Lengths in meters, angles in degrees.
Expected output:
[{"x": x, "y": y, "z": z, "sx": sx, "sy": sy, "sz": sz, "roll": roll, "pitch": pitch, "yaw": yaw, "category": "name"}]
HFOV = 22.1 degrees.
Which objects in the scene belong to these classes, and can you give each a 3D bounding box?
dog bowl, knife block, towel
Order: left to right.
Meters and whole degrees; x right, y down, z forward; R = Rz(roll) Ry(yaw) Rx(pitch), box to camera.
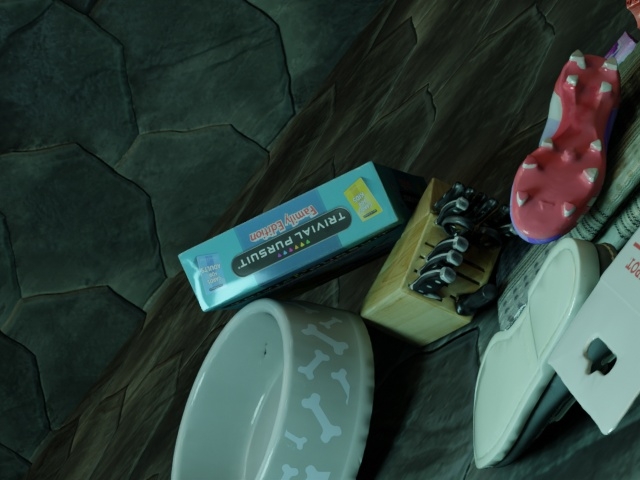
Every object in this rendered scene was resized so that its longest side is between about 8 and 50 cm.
[{"x": -0.067, "y": 0.226, "z": 1.918, "sx": 0.349, "sy": 0.102, "sz": 0.349, "roll": -48, "pitch": 32, "yaw": 44, "category": "dog bowl"}, {"x": 0.124, "y": 0.052, "z": 1.778, "sx": 0.276, "sy": 0.088, "sz": 0.242, "roll": -61, "pitch": 6, "yaw": 30, "category": "knife block"}, {"x": 0.291, "y": -0.066, "z": 1.696, "sx": 0.324, "sy": 0.056, "sz": 0.312, "roll": -53, "pitch": 9, "yaw": 20, "category": "towel"}]

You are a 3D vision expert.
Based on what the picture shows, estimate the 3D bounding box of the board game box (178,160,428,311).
[{"x": 0.000, "y": 0.000, "z": 2.017, "sx": 0.253, "sy": 0.079, "sz": 0.336, "roll": -26, "pitch": -6, "yaw": 12, "category": "board game box"}]

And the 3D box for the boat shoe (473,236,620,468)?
[{"x": 0.208, "y": 0.112, "z": 1.410, "sx": 0.319, "sy": 0.099, "sz": 0.116, "roll": 111, "pitch": 163, "yaw": -53, "category": "boat shoe"}]

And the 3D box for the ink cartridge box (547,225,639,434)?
[{"x": 0.328, "y": 0.002, "z": 1.168, "sx": 0.353, "sy": 0.119, "sz": 0.207, "roll": -53, "pitch": 11, "yaw": 7, "category": "ink cartridge box"}]

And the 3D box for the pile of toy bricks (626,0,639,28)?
[{"x": 0.326, "y": -0.157, "z": 1.451, "sx": 0.118, "sy": 0.105, "sz": 0.212, "roll": -27, "pitch": 53, "yaw": 46, "category": "pile of toy bricks"}]

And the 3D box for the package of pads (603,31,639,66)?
[{"x": 0.336, "y": -0.195, "z": 1.872, "sx": 0.083, "sy": 0.032, "sz": 0.050, "roll": -52, "pitch": 14, "yaw": 16, "category": "package of pads"}]

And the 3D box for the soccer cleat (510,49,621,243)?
[{"x": 0.245, "y": -0.080, "z": 1.621, "sx": 0.095, "sy": 0.083, "sz": 0.248, "roll": 87, "pitch": -159, "yaw": -52, "category": "soccer cleat"}]
